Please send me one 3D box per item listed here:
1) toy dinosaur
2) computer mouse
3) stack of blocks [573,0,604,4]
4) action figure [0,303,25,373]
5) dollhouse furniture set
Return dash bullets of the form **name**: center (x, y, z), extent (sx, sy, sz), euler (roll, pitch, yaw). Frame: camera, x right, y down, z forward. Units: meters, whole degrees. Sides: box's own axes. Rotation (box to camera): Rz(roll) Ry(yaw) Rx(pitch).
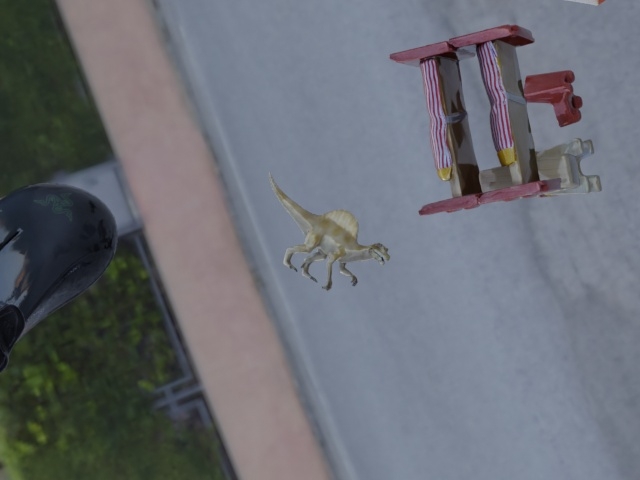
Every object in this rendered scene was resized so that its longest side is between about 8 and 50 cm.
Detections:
- **toy dinosaur**: center (0.000, 0.000, 1.316), extent (0.183, 0.092, 0.053), euler (32, 180, 22)
- **computer mouse**: center (-0.295, 0.039, 1.030), extent (0.188, 0.272, 0.072), euler (34, 153, 14)
- **stack of blocks**: center (0.335, -0.388, 1.195), extent (0.087, 0.297, 0.171), euler (22, 135, 39)
- **action figure**: center (-0.352, 0.079, 0.792), extent (0.141, 0.276, 0.164), euler (-19, -93, -65)
- **dollhouse furniture set**: center (0.238, -0.145, 1.452), extent (0.374, 0.152, 0.201), euler (-7, -93, -66)
